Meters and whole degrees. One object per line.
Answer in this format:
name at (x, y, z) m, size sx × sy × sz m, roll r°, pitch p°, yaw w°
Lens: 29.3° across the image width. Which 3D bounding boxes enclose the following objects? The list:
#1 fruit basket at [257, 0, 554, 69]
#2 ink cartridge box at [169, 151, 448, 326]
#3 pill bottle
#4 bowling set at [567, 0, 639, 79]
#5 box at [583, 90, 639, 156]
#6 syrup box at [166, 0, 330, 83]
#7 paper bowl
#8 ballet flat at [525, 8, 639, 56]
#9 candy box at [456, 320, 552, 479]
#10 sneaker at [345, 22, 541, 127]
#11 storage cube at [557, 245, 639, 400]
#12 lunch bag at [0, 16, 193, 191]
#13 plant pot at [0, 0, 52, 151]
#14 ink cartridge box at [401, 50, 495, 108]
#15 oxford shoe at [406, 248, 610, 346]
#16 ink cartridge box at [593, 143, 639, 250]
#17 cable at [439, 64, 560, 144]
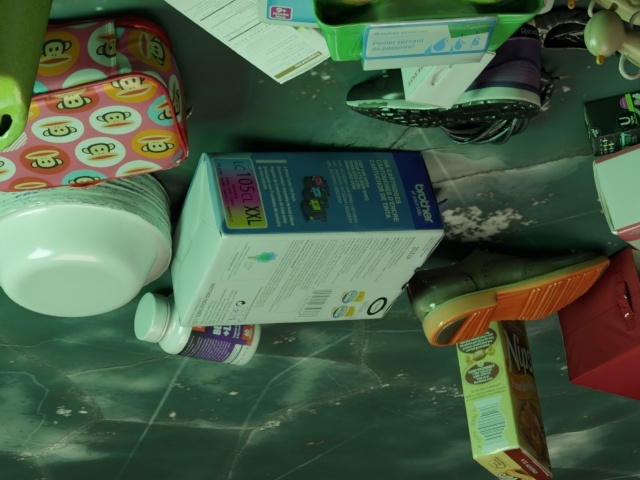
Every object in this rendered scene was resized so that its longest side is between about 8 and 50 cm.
fruit basket at (0.105, -0.301, 1.178) m, size 0.327 × 0.165 × 0.353 m, roll -4°, pitch 163°, yaw -6°
ink cartridge box at (0.000, 0.000, 1.785) m, size 0.396 × 0.151 × 0.270 m, roll 0°, pitch 149°, yaw -21°
pill bottle at (-0.206, 0.143, 2.049) m, size 0.193 × 0.108 × 0.108 m, roll 13°, pitch 144°, yaw -30°
bowling set at (0.317, -0.311, 1.325) m, size 0.154 × 0.287 × 0.200 m, roll 16°, pitch 177°, yaw -22°
box at (0.411, -0.161, 1.693) m, size 0.083 × 0.062 × 0.052 m, roll -11°, pitch 150°, yaw 9°
syrup box at (-0.086, -0.282, 1.373) m, size 0.096 × 0.093 × 0.237 m, roll -26°, pitch 144°, yaw 29°
paper bowl at (-0.356, 0.008, 1.763) m, size 0.284 × 0.148 × 0.284 m, roll -5°, pitch 151°, yaw -3°
ballet flat at (0.324, -0.256, 1.530) m, size 0.173 × 0.049 × 0.057 m, roll -1°, pitch 148°, yaw -8°
candy box at (0.308, 0.242, 2.102) m, size 0.088 × 0.316 × 0.183 m, roll -17°, pitch 148°, yaw 21°
sneaker at (0.158, -0.214, 1.540) m, size 0.283 × 0.124 × 0.107 m, roll 1°, pitch 172°, yaw 41°
storage cube at (0.547, 0.148, 2.117) m, size 0.215 × 0.183 × 0.193 m, roll 16°, pitch 143°, yaw -33°
lunch bag at (-0.311, -0.151, 1.527) m, size 0.293 × 0.120 × 0.258 m, roll -7°, pitch 150°, yaw 1°
plant pot at (-0.387, -0.229, 1.252) m, size 0.276 × 0.254 × 0.276 m, roll -4°, pitch 149°, yaw -2°
ink cartridge box at (0.140, -0.244, 1.419) m, size 0.063 × 0.150 × 0.109 m, roll 8°, pitch 147°, yaw -23°
oxford shoe at (0.310, 0.057, 2.001) m, size 0.364 × 0.132 × 0.130 m, roll -13°, pitch 146°, yaw -26°
ink cartridge box at (0.535, -0.067, 1.758) m, size 0.207 × 0.117 × 0.283 m, roll -21°, pitch 162°, yaw 23°
cable at (0.219, -0.185, 1.634) m, size 0.151 × 0.047 × 0.184 m, roll 14°, pitch 145°, yaw -30°
